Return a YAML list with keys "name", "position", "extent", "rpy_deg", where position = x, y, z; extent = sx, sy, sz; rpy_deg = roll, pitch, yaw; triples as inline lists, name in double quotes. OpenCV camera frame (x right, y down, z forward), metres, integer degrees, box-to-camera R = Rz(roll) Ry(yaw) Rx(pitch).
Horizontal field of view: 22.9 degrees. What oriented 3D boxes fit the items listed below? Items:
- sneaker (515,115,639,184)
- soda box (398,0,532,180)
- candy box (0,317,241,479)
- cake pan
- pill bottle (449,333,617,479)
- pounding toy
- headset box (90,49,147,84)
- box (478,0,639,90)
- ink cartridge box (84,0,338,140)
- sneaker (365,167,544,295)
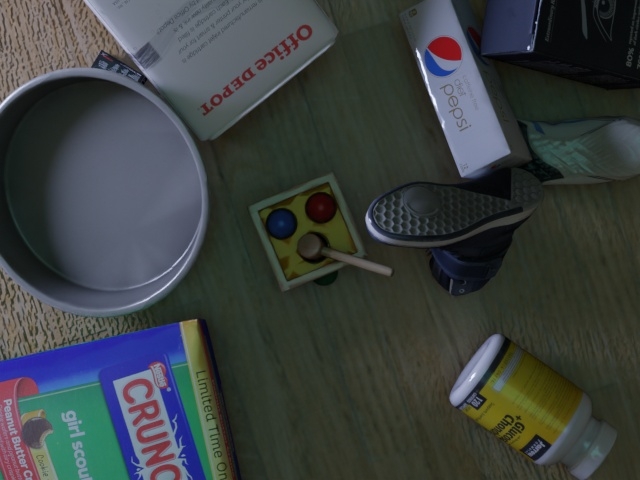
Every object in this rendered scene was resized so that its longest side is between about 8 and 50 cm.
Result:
- name: "sneaker"
  position: [0.284, -0.106, 1.878]
  extent: [0.237, 0.086, 0.085]
  rpy_deg: [2, 92, 14]
- name: "soda box"
  position: [0.168, -0.179, 1.842]
  extent: [0.069, 0.074, 0.216]
  rpy_deg: [-27, 74, 24]
- name: "candy box"
  position: [-0.261, 0.252, 1.840]
  extent: [0.317, 0.122, 0.268]
  rpy_deg: [-13, 89, -2]
- name: "cake pan"
  position: [-0.260, -0.057, 1.837]
  extent: [0.293, 0.054, 0.293]
  rpy_deg: [3, 104, 14]
- name: "pill bottle"
  position: [0.251, 0.199, 1.853]
  extent: [0.184, 0.103, 0.103]
  rpy_deg: [35, 89, 1]
- name: "pounding toy"
  position: [0.000, 0.000, 1.856]
  extent: [0.130, 0.100, 0.141]
  rpy_deg: [-23, 89, 0]
- name: "headset box"
  position: [-0.255, -0.176, 1.891]
  extent: [0.062, 0.032, 0.083]
  rpy_deg: [31, 90, 1]
- name: "box"
  position: [0.302, -0.266, 1.819]
  extent: [0.207, 0.108, 0.153]
  rpy_deg: [11, 87, -28]
- name: "ink cartridge box"
  position: [-0.147, -0.286, 1.819]
  extent: [0.207, 0.117, 0.283]
  rpy_deg: [-38, 105, 0]
- name: "sneaker"
  position: [0.133, 0.004, 1.808]
  extent: [0.226, 0.163, 0.086]
  rpy_deg: [-9, 58, -29]
